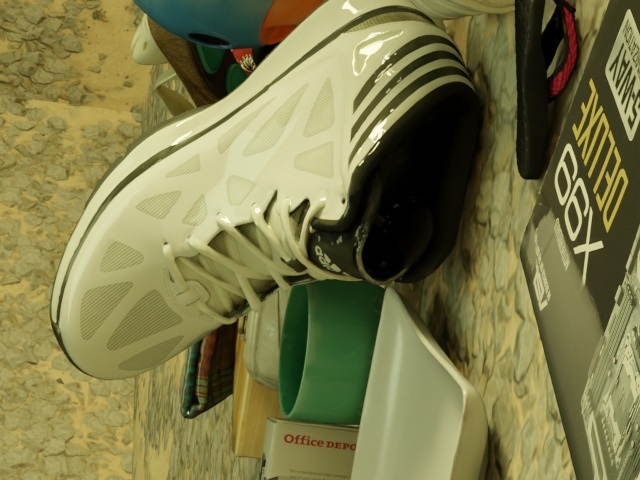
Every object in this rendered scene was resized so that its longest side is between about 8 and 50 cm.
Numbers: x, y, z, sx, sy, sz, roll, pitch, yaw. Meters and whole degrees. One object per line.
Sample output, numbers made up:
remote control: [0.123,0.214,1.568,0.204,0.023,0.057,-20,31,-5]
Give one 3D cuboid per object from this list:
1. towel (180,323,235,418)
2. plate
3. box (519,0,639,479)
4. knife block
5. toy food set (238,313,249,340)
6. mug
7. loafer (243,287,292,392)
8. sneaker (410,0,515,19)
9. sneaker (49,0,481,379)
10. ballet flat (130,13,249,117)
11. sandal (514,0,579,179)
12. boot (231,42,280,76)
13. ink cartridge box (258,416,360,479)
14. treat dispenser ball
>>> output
towel: [-0.098,0.056,2.116,0.370,0.040,0.271,-21,-61,-84]
plate: [0.074,0.204,1.426,0.278,0.045,0.277,-123,42,-73]
box: [0.188,0.016,0.893,0.307,0.076,0.242,-97,18,-49]
knife block: [-0.027,0.062,1.894,0.242,0.088,0.275,111,163,-53]
toy food set: [-0.075,0.042,1.838,0.078,0.019,0.122,-122,40,-88]
mug: [0.021,0.092,1.617,0.158,0.097,0.129,-101,20,-58]
loafer: [0.000,0.000,1.786,0.111,0.112,0.319,13,106,34]
sneaker: [0.047,-0.279,1.355,0.108,0.292,0.169,-51,16,-3]
sneaker: [-0.051,-0.010,1.499,0.447,0.169,0.257,-44,28,11]
ballet flat: [-0.155,-0.214,2.218,0.342,0.124,0.116,62,-150,-41]
sandal: [0.157,-0.126,1.254,0.067,0.040,0.179,-92,-1,-60]
boot: [-0.080,-0.228,2.351,0.244,0.088,0.176,115,158,-47]
ink cartridge box: [-0.007,0.234,1.667,0.056,0.099,0.135,-178,96,-80]
treat dispenser ball: [-0.093,-0.351,1.963,0.288,0.288,0.288,-173,90,-79]
